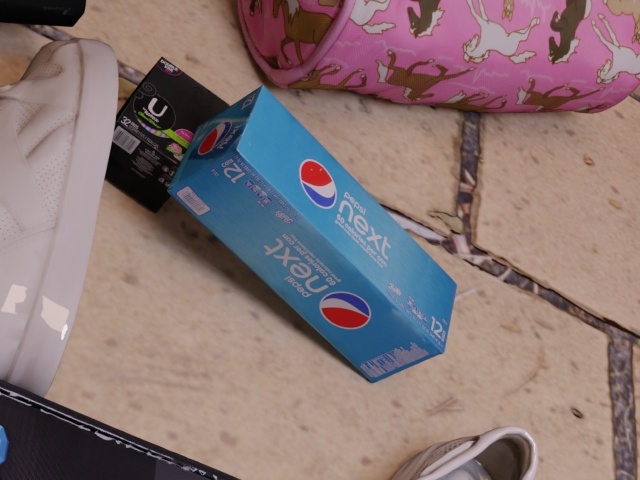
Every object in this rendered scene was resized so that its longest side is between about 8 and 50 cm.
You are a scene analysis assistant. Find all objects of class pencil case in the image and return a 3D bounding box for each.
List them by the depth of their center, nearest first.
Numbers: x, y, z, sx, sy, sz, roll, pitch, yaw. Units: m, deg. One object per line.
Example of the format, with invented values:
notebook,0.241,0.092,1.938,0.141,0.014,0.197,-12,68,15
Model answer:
pencil case,0.115,-0.199,1.157,0.386,0.160,0.167,-1,59,-38

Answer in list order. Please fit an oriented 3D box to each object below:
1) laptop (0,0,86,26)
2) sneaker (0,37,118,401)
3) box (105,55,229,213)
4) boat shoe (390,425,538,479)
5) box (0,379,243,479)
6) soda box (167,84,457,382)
laptop,-0.275,-0.291,0.914,0.234,0.136,0.264,0,56,-27
sneaker,-0.216,-0.047,0.809,0.169,0.108,0.292,17,37,-15
box,-0.111,-0.074,0.954,0.062,0.052,0.083,36,41,-11
boat shoe,0.056,0.200,0.831,0.098,0.096,0.277,42,42,-3
box,-0.173,0.206,0.649,0.293,0.073,0.295,29,43,-26
soda box,0.000,0.000,0.933,0.210,0.067,0.071,45,38,-24
